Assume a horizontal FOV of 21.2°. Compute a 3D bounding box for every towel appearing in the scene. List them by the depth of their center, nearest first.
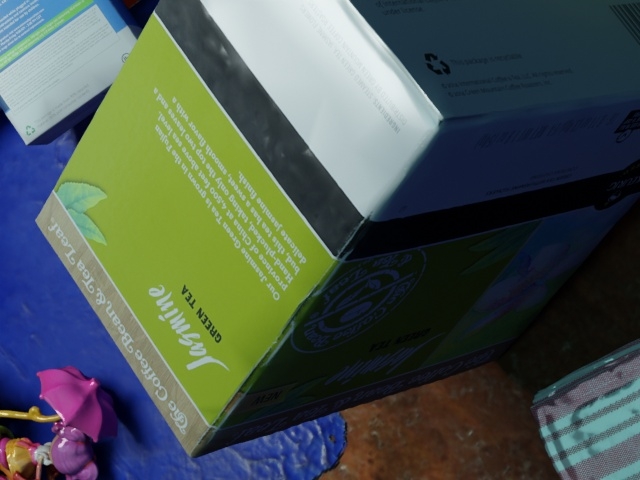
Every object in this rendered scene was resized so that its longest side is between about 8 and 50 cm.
[{"bbox_3d":[0.251,0.171,1.236,0.144,0.029,0.197,-30,74,23],"label":"towel"}]

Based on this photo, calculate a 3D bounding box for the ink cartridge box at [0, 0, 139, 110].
[{"bbox_3d":[-0.386,-0.244,1.543,0.385,0.091,0.308,-32,89,24],"label":"ink cartridge box"}]

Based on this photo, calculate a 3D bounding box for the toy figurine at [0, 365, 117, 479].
[{"bbox_3d":[-0.250,0.173,1.475,0.159,0.130,0.173,-7,103,19],"label":"toy figurine"}]

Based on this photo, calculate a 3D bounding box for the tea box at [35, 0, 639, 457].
[{"bbox_3d":[0.043,-0.061,1.156,0.220,0.329,0.323,54,131,22],"label":"tea box"}]

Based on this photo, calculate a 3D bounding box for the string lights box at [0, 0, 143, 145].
[{"bbox_3d":[-0.265,-0.225,1.470,0.133,0.077,0.260,-34,90,7],"label":"string lights box"}]
